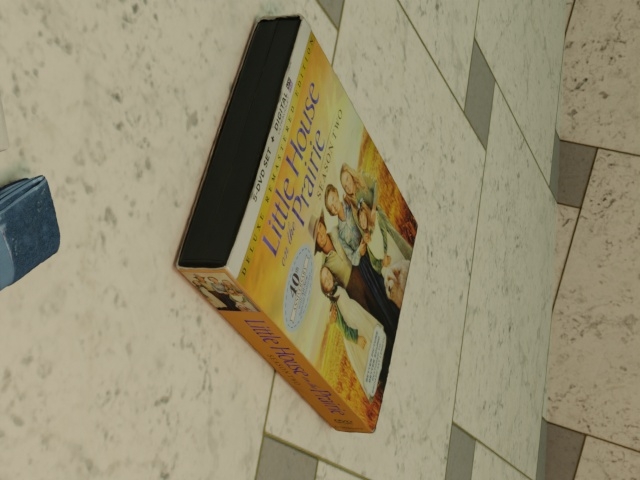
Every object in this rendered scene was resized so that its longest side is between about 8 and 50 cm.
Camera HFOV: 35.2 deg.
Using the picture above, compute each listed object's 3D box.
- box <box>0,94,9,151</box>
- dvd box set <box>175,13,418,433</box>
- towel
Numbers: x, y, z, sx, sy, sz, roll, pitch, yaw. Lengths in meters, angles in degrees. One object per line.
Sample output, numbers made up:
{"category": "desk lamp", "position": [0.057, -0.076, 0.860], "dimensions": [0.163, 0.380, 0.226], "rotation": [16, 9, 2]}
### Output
{"category": "box", "position": [-0.258, -0.115, 0.449], "dimensions": [0.119, 0.181, 0.181], "rotation": [-30, 118, -60]}
{"category": "dvd box set", "position": [0.000, 0.000, 1.138], "dimensions": [0.420, 0.062, 0.308], "rotation": [55, 42, -51]}
{"category": "towel", "position": [-0.226, 0.003, 0.698], "dimensions": [0.119, 0.029, 0.067], "rotation": [-46, 132, -56]}
